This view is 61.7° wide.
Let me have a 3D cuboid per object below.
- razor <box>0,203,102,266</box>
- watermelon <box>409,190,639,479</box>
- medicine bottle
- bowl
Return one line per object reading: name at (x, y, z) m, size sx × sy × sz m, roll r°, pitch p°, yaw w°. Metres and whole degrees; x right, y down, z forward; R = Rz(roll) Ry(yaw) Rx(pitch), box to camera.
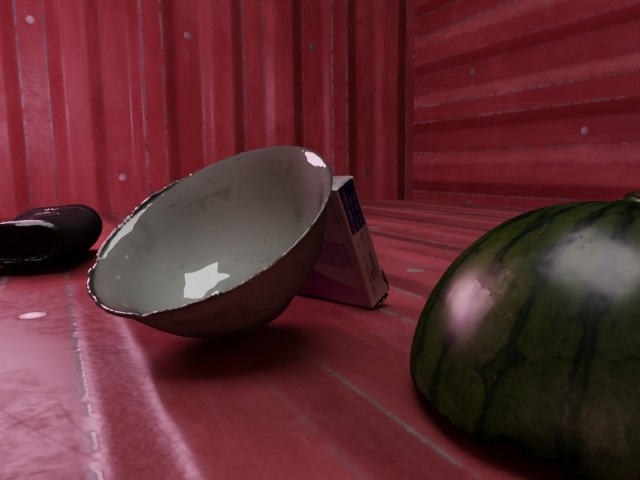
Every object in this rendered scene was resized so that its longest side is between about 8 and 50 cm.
razor at (-0.617, -0.009, 1.194) m, size 0.204 × 0.114 × 0.349 m, roll -3°, pitch 10°, yaw -9°
watermelon at (0.238, 0.056, 0.447) m, size 0.330 × 0.190 × 0.331 m, roll -5°, pitch 3°, yaw 0°
medicine bottle at (0.000, 0.000, 0.788) m, size 0.171 × 0.201 × 0.052 m, roll 7°, pitch 37°, yaw 39°
bowl at (-0.109, 0.025, 0.666) m, size 0.313 × 0.146 × 0.313 m, roll -16°, pitch 35°, yaw 11°
